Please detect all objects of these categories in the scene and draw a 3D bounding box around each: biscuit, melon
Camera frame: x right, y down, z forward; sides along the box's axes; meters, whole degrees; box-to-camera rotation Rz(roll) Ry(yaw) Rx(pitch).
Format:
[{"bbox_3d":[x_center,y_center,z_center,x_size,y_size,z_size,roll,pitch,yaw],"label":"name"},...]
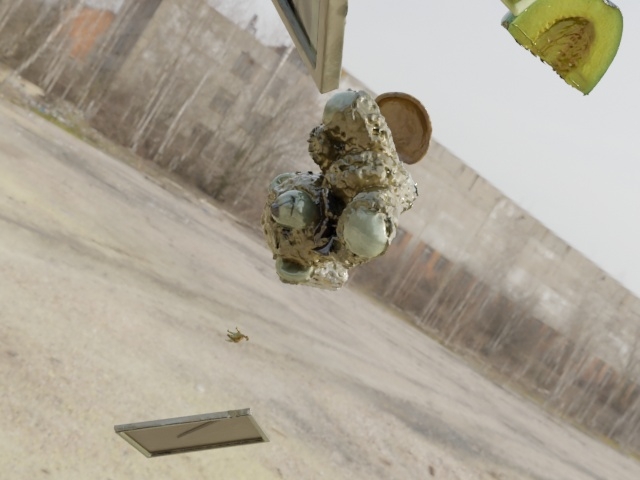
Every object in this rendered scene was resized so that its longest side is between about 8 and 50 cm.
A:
[{"bbox_3d":[0.000,0.000,1.419,0.108,0.061,0.238,12,41,-7],"label":"biscuit"},{"bbox_3d":[0.488,-0.438,1.447,0.265,0.169,0.129,28,26,-29],"label":"melon"}]

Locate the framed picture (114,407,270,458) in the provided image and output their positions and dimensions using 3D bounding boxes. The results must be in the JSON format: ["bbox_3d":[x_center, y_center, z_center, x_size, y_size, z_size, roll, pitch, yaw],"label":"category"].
[{"bbox_3d":[-0.272,0.422,1.569,0.290,0.020,0.211,-8,-31,4],"label":"framed picture"}]

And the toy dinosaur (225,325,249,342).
[{"bbox_3d":[-0.206,0.226,1.695,0.113,0.026,0.041,-14,-50,48],"label":"toy dinosaur"}]

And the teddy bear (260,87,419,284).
[{"bbox_3d":[0.012,-0.055,1.044,0.256,0.267,0.156,-23,-31,32],"label":"teddy bear"}]

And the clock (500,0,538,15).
[{"bbox_3d":[0.412,-0.512,1.174,0.096,0.235,0.308,51,-7,4],"label":"clock"}]

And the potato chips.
[{"bbox_3d":[0.201,-0.294,1.868,0.208,0.195,0.061,38,31,-20],"label":"potato chips"}]

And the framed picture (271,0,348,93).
[{"bbox_3d":[-0.036,-0.404,0.677,0.446,0.028,0.326,94,-25,-57],"label":"framed picture"}]
